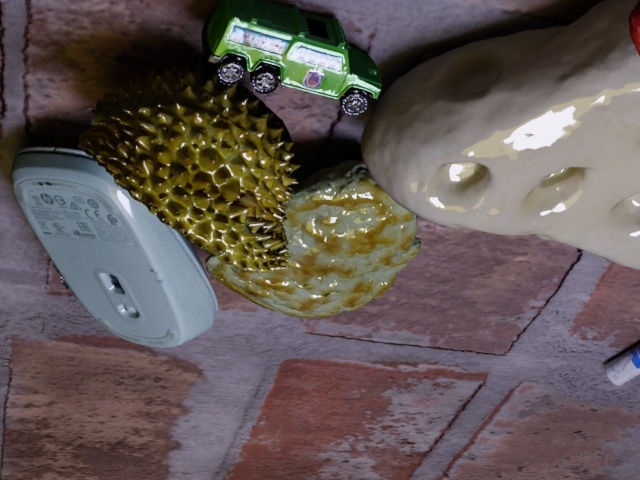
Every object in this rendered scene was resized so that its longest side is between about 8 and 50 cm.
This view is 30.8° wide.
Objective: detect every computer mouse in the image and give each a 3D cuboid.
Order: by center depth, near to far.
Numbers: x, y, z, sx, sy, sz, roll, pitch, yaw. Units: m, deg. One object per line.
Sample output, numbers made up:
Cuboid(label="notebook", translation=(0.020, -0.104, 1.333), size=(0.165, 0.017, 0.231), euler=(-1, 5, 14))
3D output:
Cuboid(label="computer mouse", translation=(-0.200, -0.001, 1.199), size=(0.160, 0.097, 0.288), euler=(7, 137, 30))

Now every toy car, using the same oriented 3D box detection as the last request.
Cuboid(label="toy car", translation=(-0.020, -0.165, 1.015), size=(0.165, 0.071, 0.062), euler=(13, 127, -19))

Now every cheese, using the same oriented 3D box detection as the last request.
Cuboid(label="cheese", translation=(0.248, -0.066, 1.104), size=(0.351, 0.129, 0.328), euler=(-20, 138, 19))

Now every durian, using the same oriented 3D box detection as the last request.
Cuboid(label="durian", translation=(-0.087, -0.066, 1.051), size=(0.138, 0.193, 0.237), euler=(-50, 141, 0))

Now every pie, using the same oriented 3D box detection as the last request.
Cuboid(label="pie", translation=(0.000, 0.000, 1.221), size=(0.201, 0.090, 0.248), euler=(23, 136, -35))

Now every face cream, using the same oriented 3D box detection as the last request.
Cuboid(label="face cream", translation=(0.422, 0.144, 1.480), size=(0.034, 0.034, 0.130), euler=(21, 139, -28))

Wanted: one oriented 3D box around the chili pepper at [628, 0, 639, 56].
Cuboid(label="chili pepper", translation=(0.339, -0.121, 0.881), size=(0.253, 0.136, 0.144), euler=(35, 162, -33))
